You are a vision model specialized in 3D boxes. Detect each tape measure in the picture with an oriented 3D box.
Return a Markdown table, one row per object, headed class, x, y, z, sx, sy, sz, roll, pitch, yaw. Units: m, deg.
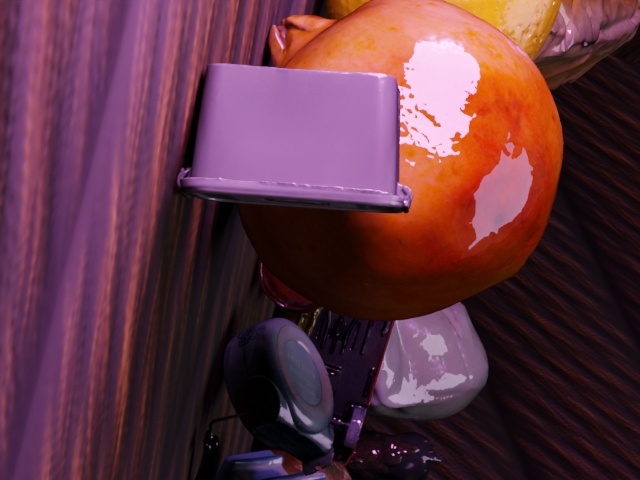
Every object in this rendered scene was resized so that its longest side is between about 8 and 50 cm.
| class | x | y | z | sx | sy | sz | roll | pitch | yaw |
| --- | --- | --- | --- | --- | --- | --- | --- | --- | --- |
| tape measure | -0.070 | 0.141 | 1.172 | 0.180 | 0.104 | 0.107 | -39 | -138 | 33 |

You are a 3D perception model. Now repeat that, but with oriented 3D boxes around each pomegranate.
| class | x | y | z | sx | sy | sz | roll | pitch | yaw |
| --- | --- | --- | --- | --- | --- | --- | --- | --- | --- |
| pomegranate | 0.046 | -0.048 | 0.929 | 0.209 | 0.209 | 0.209 | 16 | 90 | -85 |

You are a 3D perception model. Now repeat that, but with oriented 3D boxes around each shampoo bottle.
| class | x | y | z | sx | sy | sz | roll | pitch | yaw |
| --- | --- | --- | --- | --- | --- | --- | --- | --- | --- |
| shampoo bottle | 0.000 | 0.000 | 1.299 | 0.260 | 0.064 | 0.102 | -50 | 159 | -75 |

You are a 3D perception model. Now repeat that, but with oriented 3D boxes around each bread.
| class | x | y | z | sx | sy | sz | roll | pitch | yaw |
| --- | --- | --- | --- | --- | --- | --- | --- | --- | --- |
| bread | 0.188 | -0.251 | 1.496 | 0.388 | 0.183 | 0.236 | 3 | 80 | -57 |

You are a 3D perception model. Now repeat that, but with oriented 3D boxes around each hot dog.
| class | x | y | z | sx | sy | sz | roll | pitch | yaw |
| --- | --- | --- | --- | --- | --- | --- | --- | --- | --- |
| hot dog | -0.025 | 0.090 | 1.419 | 0.056 | 0.041 | 0.133 | -44 | 150 | -80 |

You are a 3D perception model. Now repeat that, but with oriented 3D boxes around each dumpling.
| class | x | y | z | sx | sy | sz | roll | pitch | yaw |
| --- | --- | --- | --- | --- | --- | --- | --- | --- | --- |
| dumpling | 0.080 | 0.131 | 1.910 | 0.212 | 0.270 | 0.320 | -49 | -169 | -20 |

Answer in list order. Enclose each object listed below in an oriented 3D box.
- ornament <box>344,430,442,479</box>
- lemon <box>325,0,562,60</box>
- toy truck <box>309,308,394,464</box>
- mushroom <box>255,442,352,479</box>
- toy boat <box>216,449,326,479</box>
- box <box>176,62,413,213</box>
| class | x | y | z | sx | sy | sz | roll | pitch | yaw |
| --- | --- | --- | --- | --- | --- | --- | --- | --- | --- |
| ornament | 0.047 | 0.247 | 1.810 | 0.236 | 0.202 | 0.080 | 79 | 15 | -72 |
| lemon | 0.087 | -0.182 | 1.064 | 0.173 | 0.173 | 0.206 | 70 | 33 | -81 |
| toy truck | 0.019 | 0.090 | 1.526 | 0.114 | 0.107 | 0.253 | -56 | 163 | -75 |
| mushroom | -0.030 | 0.274 | 1.597 | 0.285 | 0.156 | 0.151 | -42 | 120 | -81 |
| toy boat | -0.074 | 0.281 | 1.305 | 0.109 | 0.098 | 0.238 | -3 | 128 | -39 |
| box | -0.011 | -0.052 | 0.788 | 0.084 | 0.122 | 0.069 | 17 | 78 | -86 |
